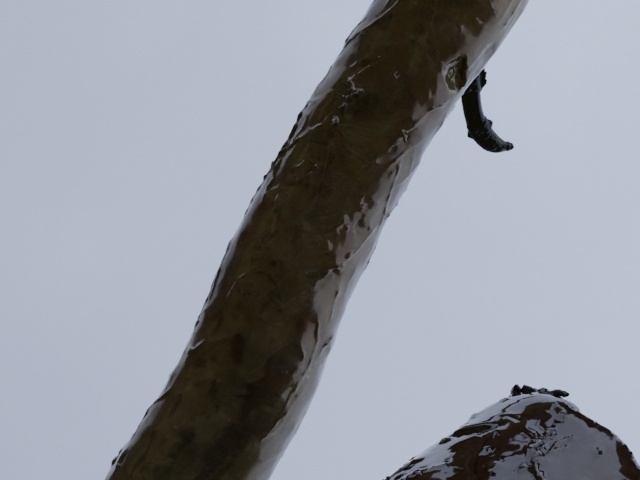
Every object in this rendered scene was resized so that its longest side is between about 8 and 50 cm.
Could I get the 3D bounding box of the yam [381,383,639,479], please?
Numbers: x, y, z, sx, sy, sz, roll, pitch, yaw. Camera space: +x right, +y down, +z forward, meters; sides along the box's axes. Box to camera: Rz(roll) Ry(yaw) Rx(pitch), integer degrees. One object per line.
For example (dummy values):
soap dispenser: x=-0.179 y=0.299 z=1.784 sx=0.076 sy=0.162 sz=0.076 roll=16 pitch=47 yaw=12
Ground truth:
yam: x=0.022 y=0.171 z=0.625 sx=0.131 sy=0.279 sz=0.131 roll=27 pitch=-49 yaw=36

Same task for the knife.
knife: x=0.160 y=-0.172 z=1.685 sx=0.045 sy=0.021 sz=0.222 roll=-21 pitch=-49 yaw=3

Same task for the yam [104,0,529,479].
yam: x=0.000 y=0.000 z=0.793 sx=0.081 sy=0.081 sz=0.357 roll=30 pitch=-92 yaw=24
